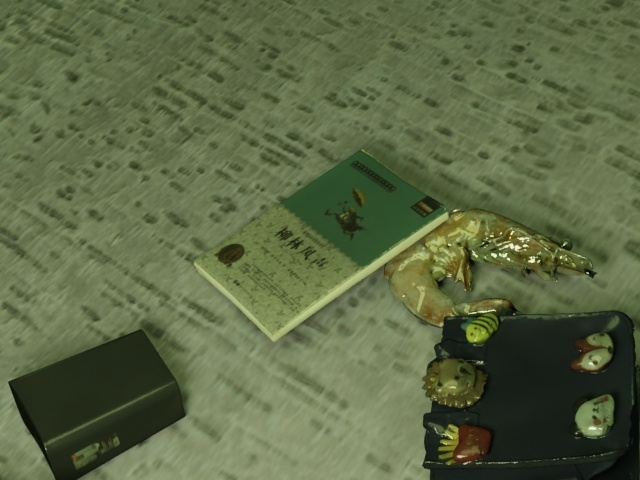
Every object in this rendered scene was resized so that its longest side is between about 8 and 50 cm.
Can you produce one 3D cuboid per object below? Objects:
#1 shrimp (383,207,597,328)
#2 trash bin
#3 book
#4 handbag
[{"bbox_3d":[0.277,0.051,2.245,0.360,0.085,0.247,5,52,20],"label":"shrimp"},{"bbox_3d":[-0.348,0.257,2.128,0.225,0.115,0.165,-25,48,-19],"label":"trash bin"},{"bbox_3d":[0.000,0.000,2.321,0.379,0.031,0.264,-35,44,-17],"label":"book"},{"bbox_3d":[0.310,0.238,2.023,0.329,0.122,0.303,0,41,13],"label":"handbag"}]
